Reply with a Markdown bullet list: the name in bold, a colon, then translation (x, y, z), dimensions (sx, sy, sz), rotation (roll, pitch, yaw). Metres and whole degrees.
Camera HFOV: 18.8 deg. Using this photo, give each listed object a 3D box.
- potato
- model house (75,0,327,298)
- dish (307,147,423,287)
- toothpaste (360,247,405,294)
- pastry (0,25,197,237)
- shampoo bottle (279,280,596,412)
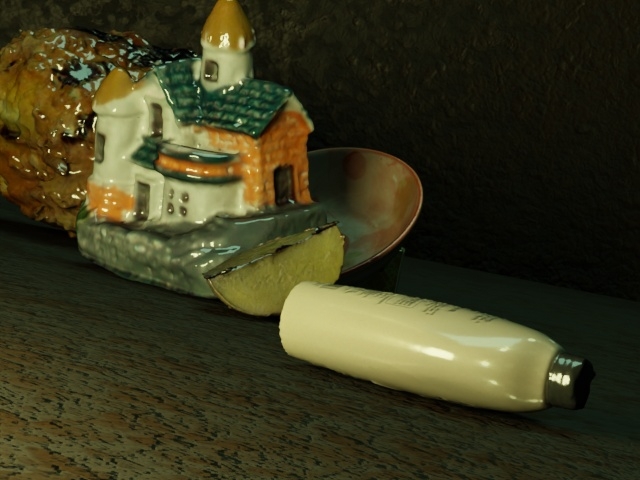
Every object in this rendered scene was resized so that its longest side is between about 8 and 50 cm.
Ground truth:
- **potato**: translation (-0.053, 0.051, 1.987), dimensions (0.172, 0.089, 0.100), rotation (-26, 9, -35)
- **model house**: translation (-0.138, -0.116, 2.125), dimensions (0.190, 0.301, 0.271), rotation (-13, 22, -42)
- **dish**: translation (0.000, 0.000, 2.257), dimensions (0.260, 0.085, 0.260), rotation (-10, 35, 8)
- **toothpaste**: translation (-0.056, 0.017, 2.375), dimensions (0.313, 0.089, 0.071), rotation (12, 8, 4)
- **pastry**: translation (-0.265, -0.132, 2.555), dimensions (0.405, 0.292, 0.337), rotation (20, 10, -20)
- **shampoo bottle**: translation (0.096, 0.089, 1.555), dimensions (0.257, 0.078, 0.127), rotation (10, -3, 28)
